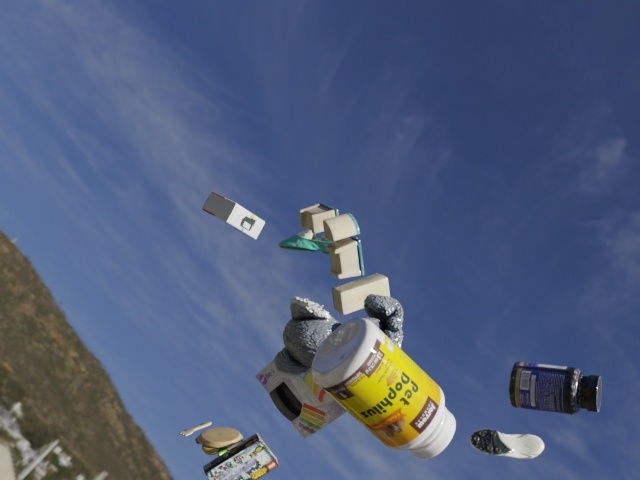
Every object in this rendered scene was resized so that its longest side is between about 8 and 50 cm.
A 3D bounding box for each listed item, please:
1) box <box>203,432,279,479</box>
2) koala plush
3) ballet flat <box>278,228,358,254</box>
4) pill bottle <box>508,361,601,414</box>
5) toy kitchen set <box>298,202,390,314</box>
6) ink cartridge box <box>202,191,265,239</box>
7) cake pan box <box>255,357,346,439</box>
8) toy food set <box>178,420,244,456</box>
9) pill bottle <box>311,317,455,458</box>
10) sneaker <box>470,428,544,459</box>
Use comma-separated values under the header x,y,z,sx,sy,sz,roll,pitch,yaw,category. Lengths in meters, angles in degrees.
x,y,z,sx,sy,sz,roll,pitch,yaw,category
-0.170,0.485,1.650,0.094,0.137,0.027,59,-2,-31,box
0.029,0.198,1.454,0.221,0.203,0.196,18,-70,-4,koala plush
0.000,0.000,2.277,0.247,0.083,0.087,9,-85,9,ballet flat
0.612,0.387,1.998,0.219,0.123,0.123,2,-48,28,pill bottle
0.050,0.029,1.690,0.166,0.122,0.207,26,-53,59,toy kitchen set
-0.289,-0.082,2.564,0.127,0.072,0.175,25,-5,36,ink cartridge box
-0.044,0.422,2.204,0.246,0.070,0.267,53,-45,7,cake pan box
-0.276,0.546,2.083,0.192,0.132,0.039,8,-80,35,toy food set
0.096,0.218,1.098,0.215,0.117,0.117,44,-31,-19,pill bottle
0.574,0.640,2.380,0.237,0.085,0.086,8,-38,-9,sneaker
